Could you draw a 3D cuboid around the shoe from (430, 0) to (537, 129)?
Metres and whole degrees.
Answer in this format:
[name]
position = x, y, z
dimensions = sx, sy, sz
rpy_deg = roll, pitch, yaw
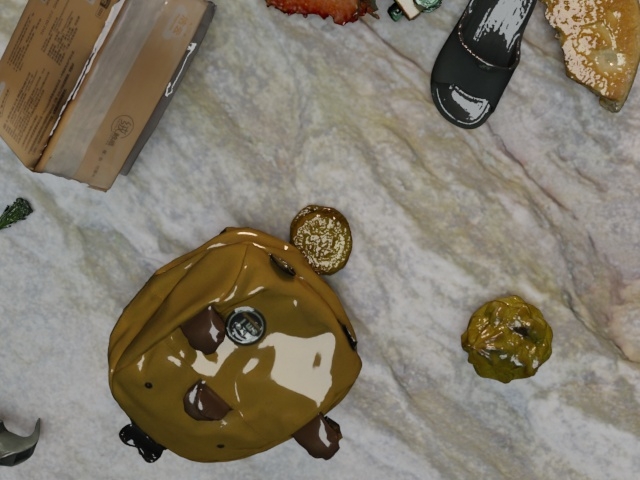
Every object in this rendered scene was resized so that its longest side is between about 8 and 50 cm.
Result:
[shoe]
position = 0.232, -0.273, 1.228
dimensions = 0.108, 0.093, 0.241
rpy_deg = 21, 108, -3

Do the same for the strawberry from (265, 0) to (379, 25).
[strawberry]
position = 0.000, -0.393, 1.205
dimensions = 0.208, 0.087, 0.167
rpy_deg = 22, 135, 27

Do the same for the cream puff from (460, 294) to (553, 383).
[cream puff]
position = 0.285, 0.157, 1.317
dimensions = 0.146, 0.116, 0.146
rpy_deg = 1, 100, 5

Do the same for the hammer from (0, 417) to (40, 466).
[hammer]
position = -0.554, 0.287, 1.376
dimensions = 0.226, 0.159, 0.041
rpy_deg = 24, 101, 16

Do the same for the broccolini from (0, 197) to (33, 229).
[broccolini]
position = -0.508, -0.022, 1.350
dimensions = 0.140, 0.030, 0.035
rpy_deg = -31, 91, 12

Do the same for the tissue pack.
[tissue pack]
position = -0.294, -0.245, 1.222
dimensions = 0.239, 0.238, 0.305
rpy_deg = 30, 102, -5

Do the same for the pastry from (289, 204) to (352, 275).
[pastry]
position = 0.000, 0.000, 1.320
dimensions = 0.097, 0.057, 0.109
rpy_deg = -19, 102, 4

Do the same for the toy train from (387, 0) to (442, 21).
[toy train]
position = 0.164, -0.388, 1.222
dimensions = 0.188, 0.072, 0.099
rpy_deg = -36, 101, 9

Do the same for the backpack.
[backpack]
position = -0.130, 0.182, 1.288
dimensions = 0.378, 0.201, 0.353
rpy_deg = -42, 104, 17

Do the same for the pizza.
[pizza]
position = 0.392, -0.313, 1.240
dimensions = 0.134, 0.056, 0.271
rpy_deg = -22, 102, 4
